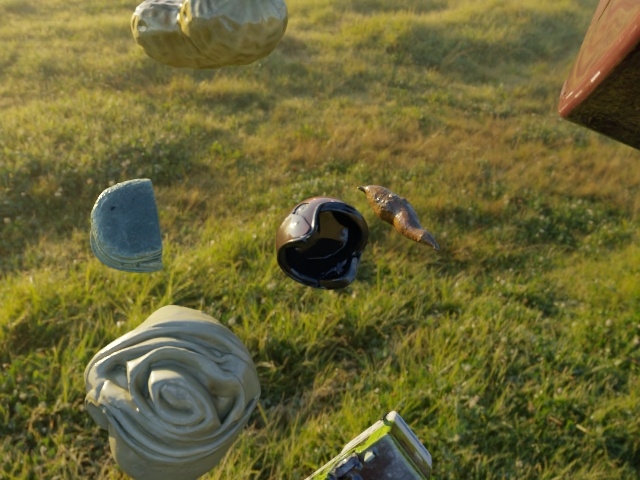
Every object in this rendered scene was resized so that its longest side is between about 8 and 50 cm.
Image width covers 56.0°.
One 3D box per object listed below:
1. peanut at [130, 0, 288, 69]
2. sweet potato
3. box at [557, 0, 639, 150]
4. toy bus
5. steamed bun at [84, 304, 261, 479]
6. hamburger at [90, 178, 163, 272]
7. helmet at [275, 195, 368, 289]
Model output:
[{"bbox_3d":[-0.192,-0.360,1.011,0.306,0.147,0.147,3,26,38],"label":"peanut"},{"bbox_3d":[0.167,-0.048,1.216,0.068,0.068,0.226,-21,51,-36],"label":"sweet potato"},{"bbox_3d":[0.261,-0.142,0.330,0.168,0.193,0.294,21,-4,9],"label":"box"},{"bbox_3d":[0.014,0.364,0.828,0.113,0.302,0.139,52,14,8],"label":"toy bus"},{"bbox_3d":[-0.251,0.284,1.134,0.324,0.219,0.309,-37,97,-40],"label":"steamed bun"},{"bbox_3d":[-0.249,-0.015,0.764,0.084,0.054,0.121,-9,76,-26],"label":"hamburger"},{"bbox_3d":[0.000,0.000,1.347,0.216,0.189,0.193,-39,30,3],"label":"helmet"}]
